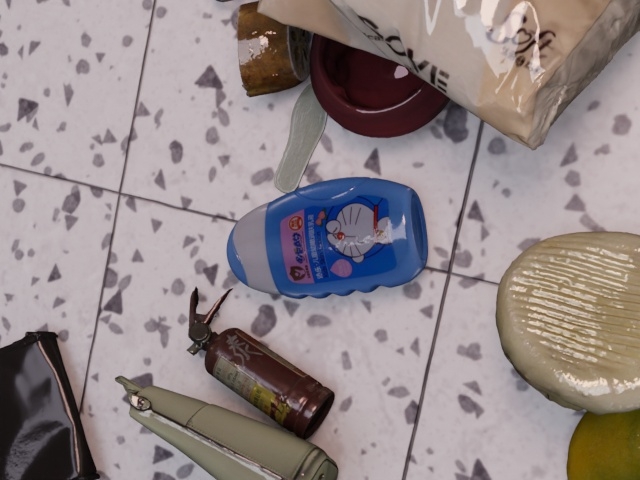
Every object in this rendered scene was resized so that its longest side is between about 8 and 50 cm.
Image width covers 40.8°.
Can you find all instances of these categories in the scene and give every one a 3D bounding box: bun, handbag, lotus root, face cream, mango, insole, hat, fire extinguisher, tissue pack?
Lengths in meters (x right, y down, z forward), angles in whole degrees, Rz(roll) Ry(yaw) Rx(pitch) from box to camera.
[{"bbox_3d":[0.305,0.099,0.945,0.231,0.133,0.231,-10,53,14],"label":"bun"},{"bbox_3d":[-0.454,0.281,1.288,0.223,0.080,0.246,-24,80,13],"label":"handbag"},{"bbox_3d":[-0.065,-0.248,1.105,0.081,0.112,0.122,-3,88,15],"label":"lotus root"},{"bbox_3d":[0.000,0.000,1.098,0.264,0.083,0.149,-9,84,22],"label":"face cream"},{"bbox_3d":[0.355,0.224,0.958,0.191,0.085,0.122,-30,84,22],"label":"mango"},{"bbox_3d":[-0.026,-0.136,1.150,0.053,0.002,0.152,25,100,19],"label":"insole"},{"bbox_3d":[-0.139,0.261,1.083,0.315,0.241,0.109,20,72,15],"label":"handbag"},{"bbox_3d":[0.082,-0.225,1.061,0.205,0.089,0.205,-2,85,18],"label":"hat"},{"bbox_3d":[-0.092,0.156,1.154,0.252,0.106,0.075,32,143,19],"label":"fire extinguisher"},{"bbox_3d":[0.176,-0.311,0.931,0.376,0.195,0.390,33,72,19],"label":"tissue pack"}]
